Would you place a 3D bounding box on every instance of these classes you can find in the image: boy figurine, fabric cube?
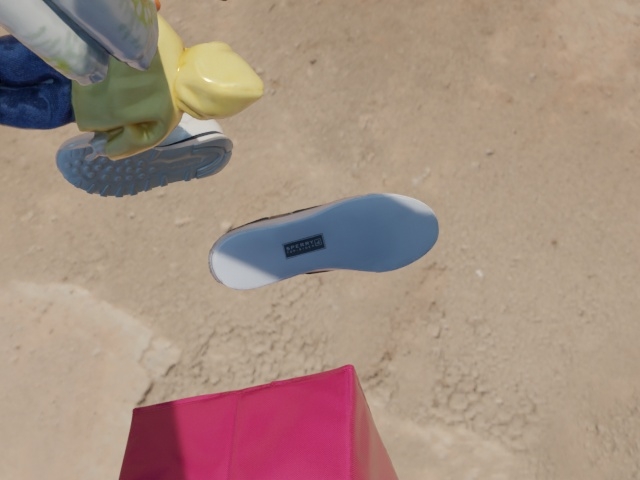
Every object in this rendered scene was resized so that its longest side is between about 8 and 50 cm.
[{"bbox_3d":[-0.201,-0.170,0.917,0.285,0.092,0.177,-3,106,-6],"label":"boy figurine"},{"bbox_3d":[-0.048,0.321,0.913,0.258,0.258,0.254,-14,127,12],"label":"fabric cube"}]

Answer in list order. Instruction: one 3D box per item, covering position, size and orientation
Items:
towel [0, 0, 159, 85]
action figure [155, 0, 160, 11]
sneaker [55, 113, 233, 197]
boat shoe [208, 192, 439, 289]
[{"bbox_3d":[-0.245,-0.308,0.581,0.090,0.321,0.374,-27,152,10],"label":"towel"},{"bbox_3d":[-0.189,-0.347,1.080,0.178,0.330,0.341,-3,138,-1],"label":"action figure"},{"bbox_3d":[-0.233,-0.123,1.176,0.235,0.095,0.090,-9,143,-35],"label":"sneaker"},{"bbox_3d":[0.000,0.000,0.902,0.228,0.076,0.080,-15,103,-10],"label":"boat shoe"}]
